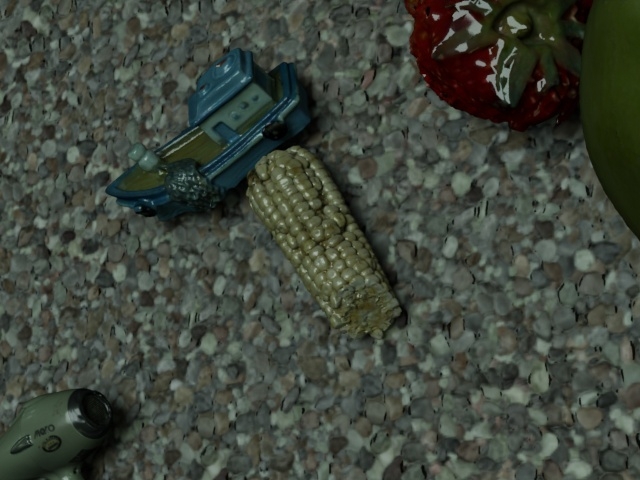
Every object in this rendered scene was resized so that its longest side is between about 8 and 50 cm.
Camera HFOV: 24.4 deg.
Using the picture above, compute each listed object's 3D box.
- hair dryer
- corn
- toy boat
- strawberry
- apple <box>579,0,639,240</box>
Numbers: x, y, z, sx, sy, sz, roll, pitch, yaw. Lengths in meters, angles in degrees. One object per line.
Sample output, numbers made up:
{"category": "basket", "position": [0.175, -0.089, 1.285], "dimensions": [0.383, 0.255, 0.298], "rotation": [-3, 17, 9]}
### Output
{"category": "hair dryer", "position": [-0.298, 0.273, 1.586], "dimensions": [0.219, 0.088, 0.225], "rotation": [-7, 92, 38]}
{"category": "corn", "position": [0.000, 0.000, 1.432], "dimensions": [0.087, 0.087, 0.211], "rotation": [-41, 61, 19]}
{"category": "toy boat", "position": [-0.124, -0.103, 1.509], "dimensions": [0.238, 0.098, 0.109], "rotation": [-37, 33, 21]}
{"category": "strawberry", "position": [0.158, -0.196, 1.334], "dimensions": [0.184, 0.187, 0.201], "rotation": [-42, 20, -16]}
{"category": "apple", "position": [0.360, -0.121, 1.095], "dimensions": [0.357, 0.357, 0.357], "rotation": [-7, 77, 31]}
